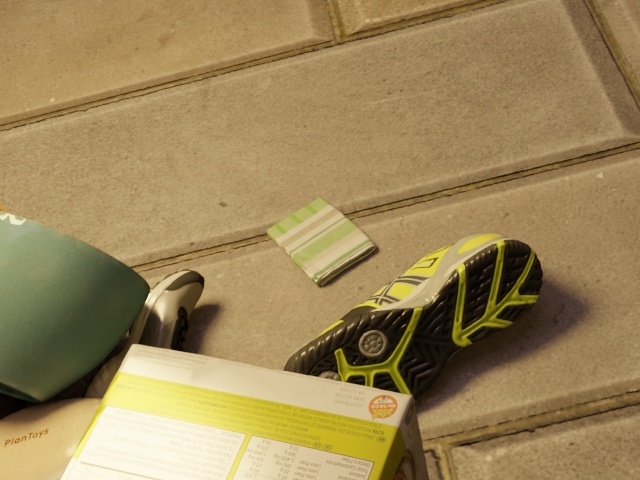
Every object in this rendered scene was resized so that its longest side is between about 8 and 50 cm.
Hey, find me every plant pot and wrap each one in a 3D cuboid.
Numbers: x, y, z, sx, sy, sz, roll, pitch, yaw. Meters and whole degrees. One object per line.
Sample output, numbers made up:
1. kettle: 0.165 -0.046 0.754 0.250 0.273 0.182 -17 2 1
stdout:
1. plant pot: -0.399 0.104 1.592 0.290 0.290 0.195 11 71 24

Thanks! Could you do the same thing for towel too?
1. towel: 0.000 0.000 1.832 0.113 0.023 0.152 -31 45 -16

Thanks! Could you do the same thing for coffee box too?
1. coffee box: -0.084 0.363 1.297 0.338 0.338 0.334 8 51 21

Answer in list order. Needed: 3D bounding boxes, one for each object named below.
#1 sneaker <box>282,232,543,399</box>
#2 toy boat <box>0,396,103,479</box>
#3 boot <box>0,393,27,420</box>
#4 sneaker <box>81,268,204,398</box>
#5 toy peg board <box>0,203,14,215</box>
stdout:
1. sneaker: 0.121 0.119 1.633 0.384 0.145 0.147 -28 16 -6
2. toy boat: -0.370 0.355 1.532 0.267 0.148 0.318 -14 39 20
3. boot: -0.442 0.207 1.728 0.248 0.090 0.207 -3 67 -21
4. sneaker: -0.230 0.163 1.703 0.108 0.100 0.271 18 61 18
5. toy peg board: -0.587 -0.014 1.968 0.161 0.079 0.160 -39 50 -19
